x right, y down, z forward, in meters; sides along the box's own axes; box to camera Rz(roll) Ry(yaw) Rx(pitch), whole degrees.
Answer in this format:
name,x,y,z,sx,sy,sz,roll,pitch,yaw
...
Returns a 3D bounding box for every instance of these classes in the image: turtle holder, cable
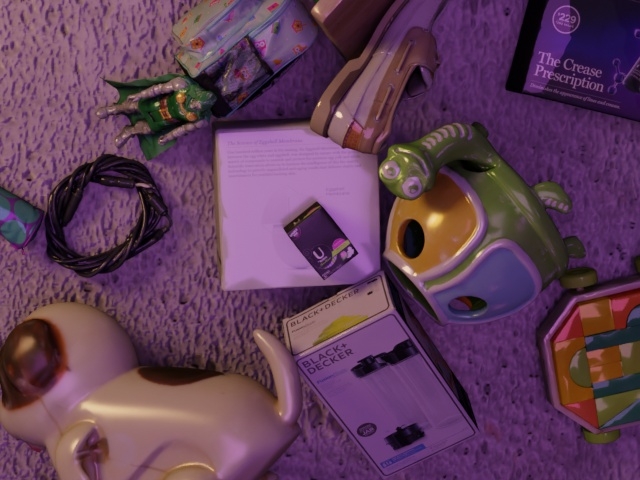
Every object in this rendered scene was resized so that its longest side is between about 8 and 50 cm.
name,x,y,z,sx,sy,sz,roll,pitch,yaw
turtle holder,0.206,-0.014,1.884,0.227,0.320,0.243,-40,73,-6
cable,-0.313,-0.033,1.960,0.184,0.047,0.150,-30,102,0

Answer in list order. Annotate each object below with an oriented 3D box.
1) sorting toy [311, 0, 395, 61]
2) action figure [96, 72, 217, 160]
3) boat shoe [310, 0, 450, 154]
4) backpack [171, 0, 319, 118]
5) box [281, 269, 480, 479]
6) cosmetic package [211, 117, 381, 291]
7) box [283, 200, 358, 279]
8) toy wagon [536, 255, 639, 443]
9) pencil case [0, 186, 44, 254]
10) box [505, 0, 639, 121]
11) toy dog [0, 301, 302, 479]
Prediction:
name,x,y,z,sx,sy,sz,roll,pitch,yaw
sorting toy,0.082,-0.381,1.848,0.089,0.255,0.257,44,93,12
action figure,-0.213,-0.175,1.860,0.063,0.232,0.137,-45,113,-34
boat shoe,0.109,-0.237,1.869,0.103,0.113,0.302,32,70,11
backpack,-0.103,-0.276,1.880,0.188,0.166,0.144,-32,112,-3
box,0.087,0.196,1.960,0.169,0.087,0.290,-26,126,10
cosmetic package,-0.036,-0.057,1.942,0.224,0.138,0.224,-2,102,-7
box,0.000,0.000,1.861,0.062,0.052,0.083,-38,102,0
toy wagon,0.502,0.155,2.082,0.344,0.068,0.267,-12,102,-5
pencil case,-0.463,-0.046,1.930,0.152,0.064,0.070,29,82,-11
box,0.420,-0.272,1.980,0.261,0.103,0.184,12,96,-9
toy dog,-0.260,0.248,1.871,0.408,0.284,0.395,31,112,9
